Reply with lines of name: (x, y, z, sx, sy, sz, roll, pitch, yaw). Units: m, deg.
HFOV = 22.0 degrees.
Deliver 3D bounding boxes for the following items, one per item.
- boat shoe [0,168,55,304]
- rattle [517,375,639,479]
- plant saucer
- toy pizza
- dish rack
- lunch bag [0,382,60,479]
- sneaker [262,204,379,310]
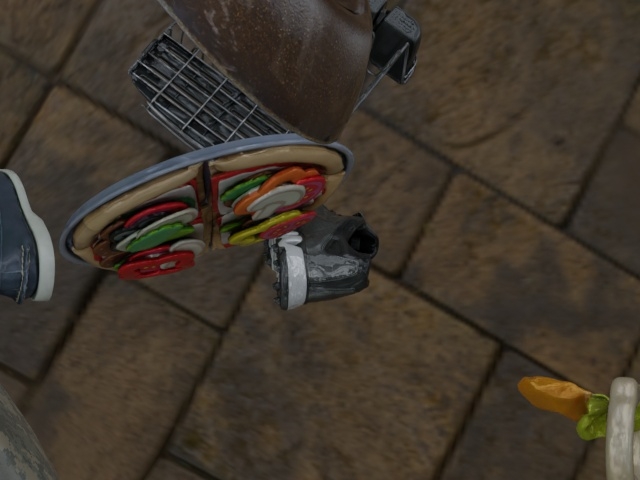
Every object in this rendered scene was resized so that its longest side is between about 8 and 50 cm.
boat shoe: (-0.330, -0.006, 1.625, 0.079, 0.254, 0.095, 0, 116, -26)
rattle: (0.268, 0.238, 1.678, 0.143, 0.130, 0.199, 6, 77, 2)
plant saucer: (-0.062, -0.187, 0.777, 0.050, 0.310, 0.310, -34, 97, 13)
toy pizza: (-0.071, -0.015, 1.076, 0.201, 0.201, 0.032, -15, 75, -15)
dish rack: (-0.044, -0.165, 1.544, 0.208, 0.074, 0.271, 36, 58, 5)
lunch bag: (-0.383, 0.275, 1.858, 0.169, 0.287, 0.235, -30, 105, -1)
sneaker: (0.000, 0.000, 1.571, 0.106, 0.234, 0.078, -2, 113, -6)
